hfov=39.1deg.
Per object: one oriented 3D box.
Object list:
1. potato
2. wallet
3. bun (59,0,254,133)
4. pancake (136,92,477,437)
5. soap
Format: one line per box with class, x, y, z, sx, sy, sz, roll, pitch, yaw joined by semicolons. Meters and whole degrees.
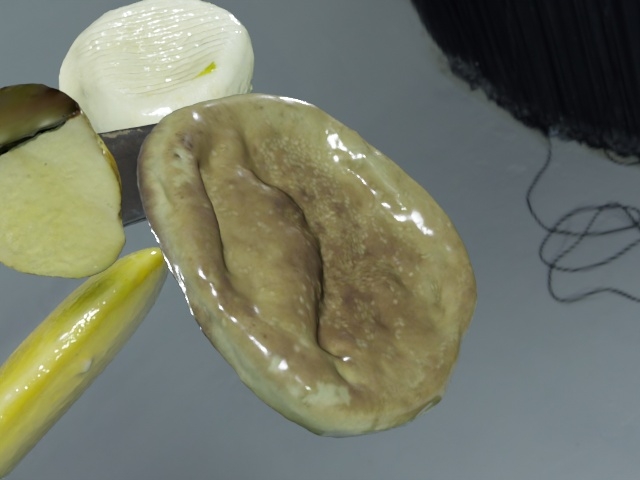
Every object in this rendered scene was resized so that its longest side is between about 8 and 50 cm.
potato;-0.162;-0.031;0.523;0.096;0.103;0.066;-17;37;-1
wallet;-0.140;-0.055;0.730;0.156;0.082;0.018;-18;30;-34
bun;-0.209;-0.190;1.167;0.259;0.160;0.259;1;55;-1
pancake;0.000;0.000;0.663;0.049;0.294;0.294;-49;20;39
soap;-0.375;0.171;1.321;0.427;0.115;0.306;-49;-2;-17
